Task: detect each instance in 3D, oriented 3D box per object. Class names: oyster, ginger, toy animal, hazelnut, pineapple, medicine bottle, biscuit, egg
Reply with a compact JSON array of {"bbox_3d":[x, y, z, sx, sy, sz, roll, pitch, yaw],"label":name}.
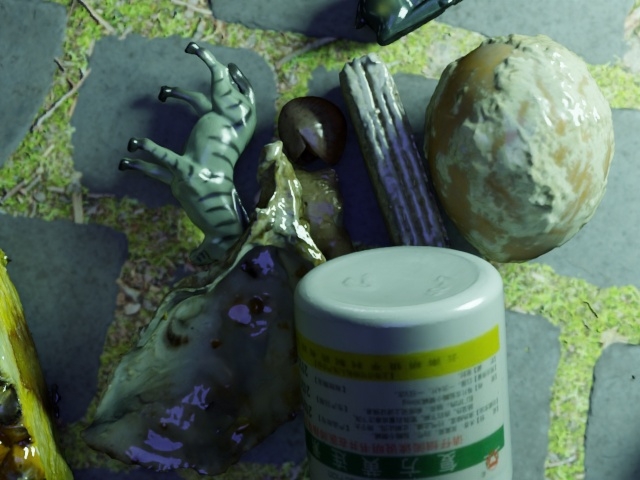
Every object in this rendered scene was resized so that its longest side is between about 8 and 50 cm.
[{"bbox_3d":[-0.083,0.103,1.812,0.204,0.111,0.396,33,103,-11],"label":"oyster"},{"bbox_3d":[-0.008,0.002,1.860,0.096,0.067,0.165,-16,94,13],"label":"ginger"},{"bbox_3d":[-0.120,-0.089,1.870,0.176,0.073,0.217,27,80,-6],"label":"toy animal"},{"bbox_3d":[-0.010,-0.117,1.865,0.086,0.086,0.086,0,84,2],"label":"hazelnut"},{"bbox_3d":[-0.401,0.148,1.743,0.209,0.286,0.344,-18,83,0],"label":"pineapple"},{"bbox_3d":[0.088,0.194,1.717,0.208,0.208,0.340,-5,108,1],"label":"medicine bottle"},{"bbox_3d":[0.079,-0.082,1.843,0.062,0.108,0.239,-19,84,2],"label":"biscuit"},{"bbox_3d":[0.208,-0.098,1.799,0.203,0.203,0.245,3,91,2],"label":"egg"}]

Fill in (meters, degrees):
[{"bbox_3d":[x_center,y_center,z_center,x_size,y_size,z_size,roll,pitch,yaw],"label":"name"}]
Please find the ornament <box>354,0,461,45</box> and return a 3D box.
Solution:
[{"bbox_3d":[0.081,-0.356,1.890,0.202,0.080,0.236,-31,86,-5],"label":"ornament"}]
